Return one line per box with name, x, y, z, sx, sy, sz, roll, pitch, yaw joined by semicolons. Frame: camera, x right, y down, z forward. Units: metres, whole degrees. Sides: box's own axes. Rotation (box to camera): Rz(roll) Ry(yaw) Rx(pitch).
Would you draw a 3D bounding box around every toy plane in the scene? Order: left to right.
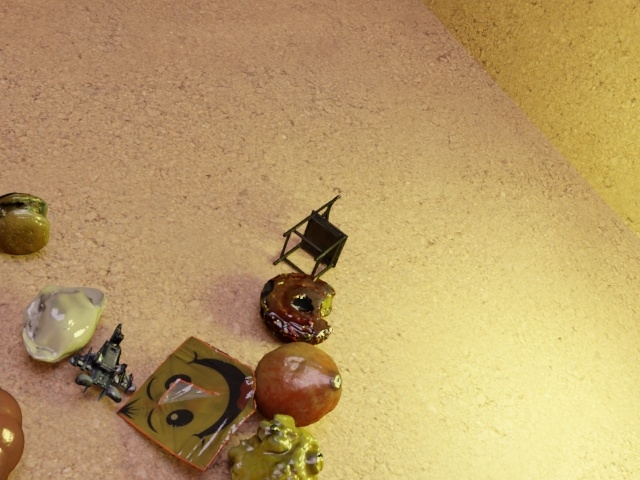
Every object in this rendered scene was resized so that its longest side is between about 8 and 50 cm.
toy plane;-0.498;0.275;1.914;0.169;0.078;0.246;31;37;-18

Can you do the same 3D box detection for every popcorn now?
popcorn;-0.102;0.491;1.794;0.189;0.169;0.218;45;40;20

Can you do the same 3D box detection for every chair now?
chair;0.000;0.000;2.356;0.141;0.154;0.260;38;47;16

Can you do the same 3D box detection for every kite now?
kite;-0.309;0.372;1.866;0.328;0.013;0.377;-8;47;-3

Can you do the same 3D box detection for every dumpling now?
dumpling;-0.617;0.190;1.912;0.162;0.132;0.250;29;42;2

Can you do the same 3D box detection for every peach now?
peach;-0.046;0.341;1.933;0.233;0.232;0.232;12;43;-11

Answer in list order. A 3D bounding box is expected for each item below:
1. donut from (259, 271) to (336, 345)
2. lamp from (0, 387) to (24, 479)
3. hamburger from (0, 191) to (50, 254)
donut;-0.064;0.192;2.170;0.216;0.096;0.230;6;45;-14
lamp;-0.739;0.382;1.583;0.306;0.239;0.305;12;44;-12
hamburger;-0.781;-0.044;2.063;0.185;0.159;0.131;16;42;-37
